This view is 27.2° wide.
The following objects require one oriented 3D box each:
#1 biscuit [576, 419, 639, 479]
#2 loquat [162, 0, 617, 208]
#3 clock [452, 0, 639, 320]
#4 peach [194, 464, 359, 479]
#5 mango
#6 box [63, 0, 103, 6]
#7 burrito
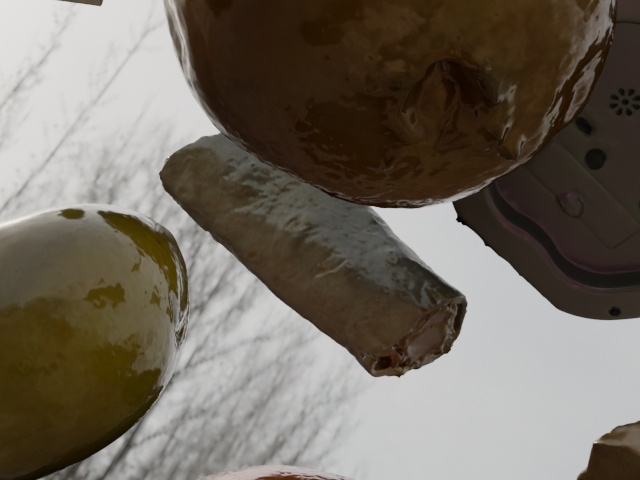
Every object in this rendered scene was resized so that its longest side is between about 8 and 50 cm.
[{"bbox_3d":[0.182,0.135,0.448,0.236,0.040,0.144,-4,-68,61],"label":"biscuit"},{"bbox_3d":[0.047,-0.182,0.928,0.328,0.328,0.328,19,-35,14],"label":"loquat"},{"bbox_3d":[0.282,-0.088,1.165,0.338,0.102,0.338,4,-58,7],"label":"clock"},{"bbox_3d":[-0.034,0.336,0.929,0.388,0.388,0.388,19,-35,14],"label":"peach"},{"bbox_3d":[-0.112,0.037,0.549,0.137,0.195,0.098,-27,-86,21],"label":"mango"},{"bbox_3d":[-0.134,-0.228,0.790,0.040,0.154,0.084,7,-25,4],"label":"box"},{"bbox_3d":[-0.003,0.002,1.240,0.299,0.143,0.105,42,-47,20],"label":"burrito"}]
